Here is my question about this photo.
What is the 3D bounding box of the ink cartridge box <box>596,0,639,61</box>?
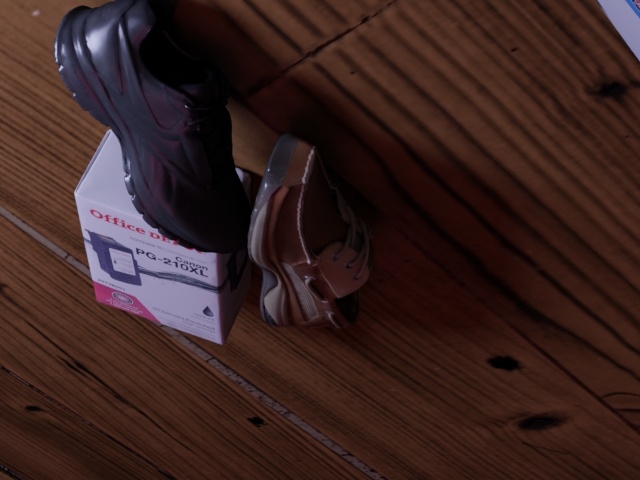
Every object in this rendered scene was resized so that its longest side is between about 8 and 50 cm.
[{"bbox_3d":[0.274,-0.124,0.696,0.129,0.223,0.307,-40,120,11],"label":"ink cartridge box"}]

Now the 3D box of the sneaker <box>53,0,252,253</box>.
[{"bbox_3d":[-0.133,-0.105,1.104,0.130,0.109,0.286,-12,123,35],"label":"sneaker"}]

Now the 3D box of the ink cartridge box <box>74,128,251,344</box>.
[{"bbox_3d":[-0.173,0.001,1.320,0.172,0.100,0.237,18,148,8],"label":"ink cartridge box"}]

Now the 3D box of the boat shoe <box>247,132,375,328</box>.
[{"bbox_3d":[0.000,0.000,1.204,0.120,0.122,0.324,13,155,8],"label":"boat shoe"}]
